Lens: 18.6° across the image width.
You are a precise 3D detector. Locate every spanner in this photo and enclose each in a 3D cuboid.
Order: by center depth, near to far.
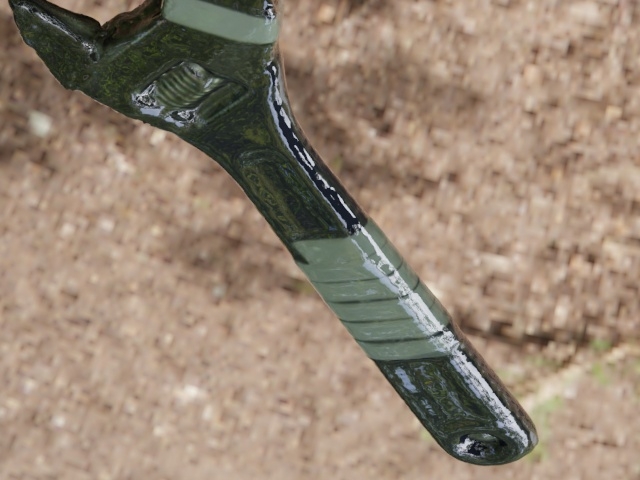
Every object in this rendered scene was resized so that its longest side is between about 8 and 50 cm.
[{"bbox_3d":[0.000,0.000,0.685,0.087,0.024,0.316,-14,140,21],"label":"spanner"}]
